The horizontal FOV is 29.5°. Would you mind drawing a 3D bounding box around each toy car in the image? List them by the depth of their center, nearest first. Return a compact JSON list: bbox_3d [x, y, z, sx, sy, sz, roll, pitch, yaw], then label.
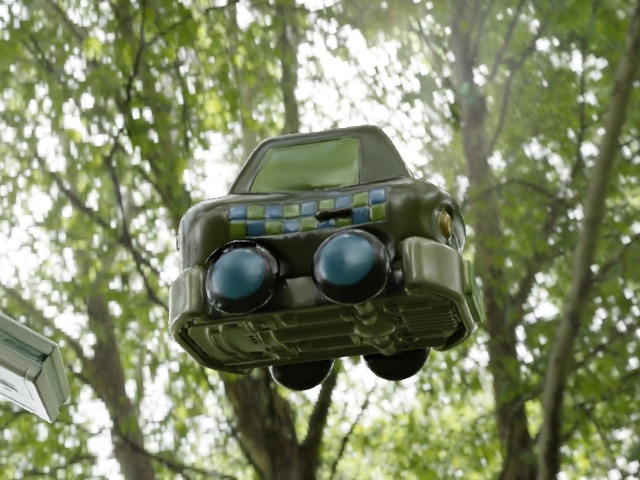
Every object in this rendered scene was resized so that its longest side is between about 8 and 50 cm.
[{"bbox_3d":[0.000,0.000,1.002,0.247,0.198,0.204,-8,-27,12],"label":"toy car"}]

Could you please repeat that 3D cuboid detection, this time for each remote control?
[{"bbox_3d":[-0.342,0.140,1.372,0.102,0.056,0.277,28,-19,1],"label":"remote control"}]
